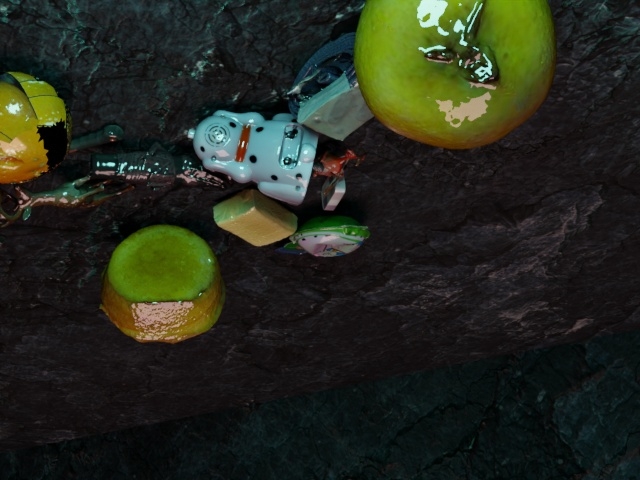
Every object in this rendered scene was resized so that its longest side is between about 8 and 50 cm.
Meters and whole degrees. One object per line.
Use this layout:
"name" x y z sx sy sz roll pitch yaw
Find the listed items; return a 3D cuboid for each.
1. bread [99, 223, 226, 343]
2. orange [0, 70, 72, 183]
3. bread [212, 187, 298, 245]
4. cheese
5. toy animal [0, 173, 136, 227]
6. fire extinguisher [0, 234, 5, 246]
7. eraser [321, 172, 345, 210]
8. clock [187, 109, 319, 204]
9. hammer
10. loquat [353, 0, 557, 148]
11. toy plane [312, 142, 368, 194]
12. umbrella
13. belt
"bread" -0.380 0.099 2.304 0.312 0.312 0.172 0 143 -12
"orange" -0.573 -0.208 1.743 0.234 0.182 0.234 -3 142 -2
"bread" -0.155 -0.053 2.267 0.125 0.068 0.188 -19 152 27
"cheese" 0.000 0.000 2.388 0.204 0.083 0.320 5 164 -33
"toy animal" -0.554 -0.090 2.046 0.260 0.087 0.243 -20 164 17
"fire extinguisher" -0.797 0.012 2.338 0.028 0.022 0.083 -24 173 -43
"eraser" 0.029 -0.116 2.169 0.026 0.065 0.105 1 153 -17
"clock" -0.141 -0.181 1.906 0.254 0.189 0.189 11 153 -3
"hammer" -0.537 -0.186 1.954 0.288 0.033 0.111 -15 152 19
"loquat" 0.213 -0.311 1.543 0.328 0.328 0.359 -5 -162 0
"toy plane" 0.029 -0.159 2.014 0.077 0.126 0.194 35 -178 -14
"umbrella" -0.325 -0.148 1.999 0.326 0.090 0.094 1 154 -20
"belt" 0.037 -0.286 1.722 0.126 0.139 0.230 14 151 -37
